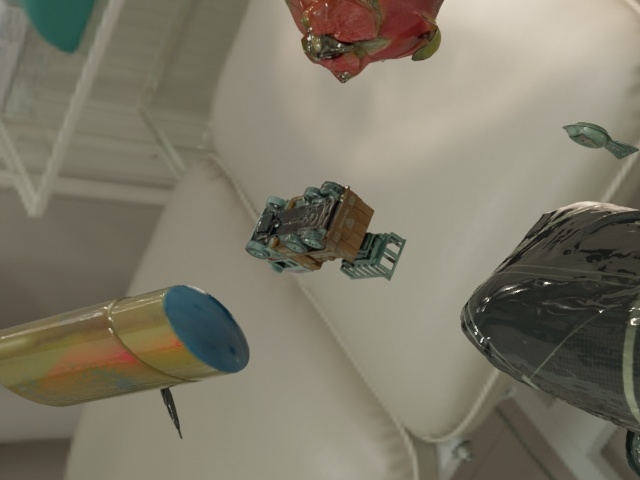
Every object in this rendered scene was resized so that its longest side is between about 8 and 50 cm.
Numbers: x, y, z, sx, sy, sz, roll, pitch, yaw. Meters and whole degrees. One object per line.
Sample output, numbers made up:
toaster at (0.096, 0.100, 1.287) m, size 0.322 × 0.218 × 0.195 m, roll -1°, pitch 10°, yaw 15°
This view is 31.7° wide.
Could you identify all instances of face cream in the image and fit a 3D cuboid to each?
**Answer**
face cream at (-0.194, 0.105, 1.081) m, size 0.285 × 0.139 × 0.067 m, roll -16°, pitch 55°, yaw 38°

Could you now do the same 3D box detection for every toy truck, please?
toy truck at (0.000, -0.001, 1.330) m, size 0.177 × 0.115 × 0.080 m, roll -7°, pitch 55°, yaw 54°

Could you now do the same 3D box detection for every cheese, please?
cheese at (0.439, -0.160, 1.778) m, size 0.067 × 0.120 × 0.026 m, roll 149°, pitch 142°, yaw -73°

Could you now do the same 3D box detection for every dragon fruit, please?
dragon fruit at (0.052, -0.318, 1.378) m, size 0.224 × 0.224 × 0.227 m, roll -49°, pitch 21°, yaw 37°

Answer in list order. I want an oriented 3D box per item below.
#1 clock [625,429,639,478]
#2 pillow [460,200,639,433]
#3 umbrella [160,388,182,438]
clock at (0.394, 0.245, 1.328) m, size 0.085 × 0.017 × 0.085 m, roll -3°, pitch 87°, yaw 62°
pillow at (0.236, 0.046, 0.668) m, size 0.335 × 0.093 × 0.161 m, roll 10°, pitch 52°, yaw 47°
umbrella at (-0.173, 0.145, 1.209) m, size 0.022 × 0.022 × 0.149 m, roll -4°, pitch 105°, yaw 31°
